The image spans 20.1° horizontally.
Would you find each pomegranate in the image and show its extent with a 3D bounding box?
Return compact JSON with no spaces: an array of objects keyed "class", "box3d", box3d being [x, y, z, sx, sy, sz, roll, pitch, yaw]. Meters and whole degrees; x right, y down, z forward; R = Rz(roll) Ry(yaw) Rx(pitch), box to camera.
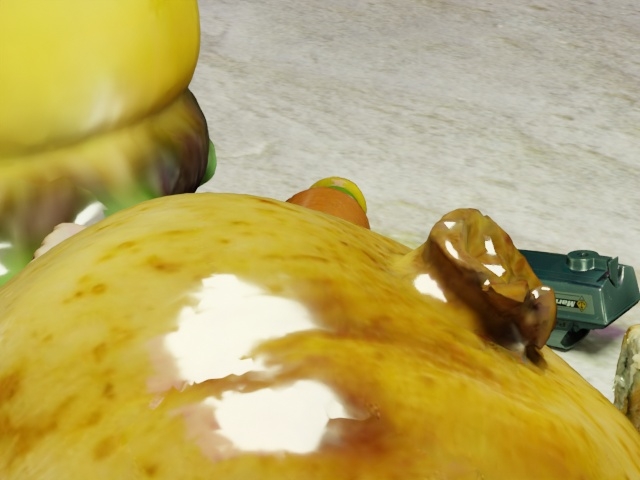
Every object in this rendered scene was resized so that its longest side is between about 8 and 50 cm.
[{"class":"pomegranate","box3d":[-0.007,0.089,0.450,0.215,0.215,0.215,2,21,-1]}]

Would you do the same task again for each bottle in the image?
[{"class":"bottle","box3d":[0.000,0.000,1.175,0.069,0.069,0.187,6,19,8]}]

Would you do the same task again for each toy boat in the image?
[{"class":"toy boat","box3d":[0.126,0.030,1.128,0.141,0.060,0.055,8,22,33]}]

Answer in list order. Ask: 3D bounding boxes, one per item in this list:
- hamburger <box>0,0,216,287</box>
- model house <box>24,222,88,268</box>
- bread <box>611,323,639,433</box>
[{"class":"hamburger","box3d":[-0.235,-0.026,0.910,0.395,0.277,0.396,-3,17,1]},{"class":"model house","box3d":[-0.030,0.107,0.708,0.237,0.202,0.237,-5,23,-19]},{"class":"bread","box3d":[0.200,0.085,0.975,0.083,0.070,0.077,7,23,4]}]
